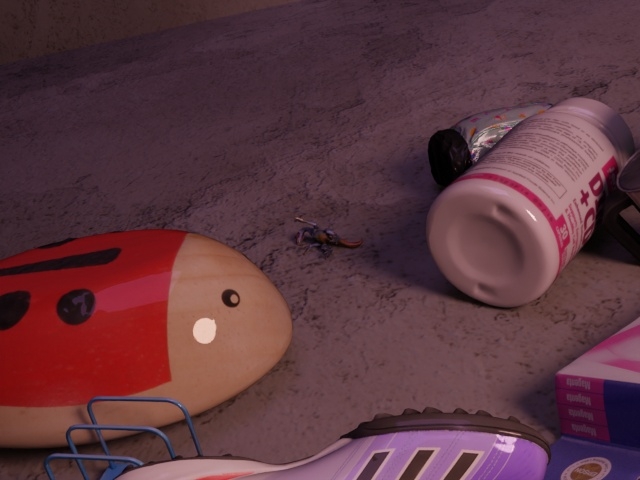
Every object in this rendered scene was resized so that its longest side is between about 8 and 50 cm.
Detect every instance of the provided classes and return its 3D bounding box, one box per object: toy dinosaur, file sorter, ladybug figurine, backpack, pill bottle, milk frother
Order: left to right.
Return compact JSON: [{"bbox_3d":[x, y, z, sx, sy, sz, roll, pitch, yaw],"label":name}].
[{"bbox_3d":[-0.259,0.095,1.024,0.450,0.161,0.305,-10,24,8],"label":"ladybug figurine"},{"bbox_3d":[-0.190,0.232,0.813,0.118,0.104,0.170,-3,30,20],"label":"file sorter"},{"bbox_3d":[0.000,0.000,1.254,0.090,0.047,0.082,13,10,-21],"label":"toy dinosaur"},{"bbox_3d":[0.254,-0.128,1.274,0.182,0.115,0.152,-13,25,-6],"label":"backpack"},{"bbox_3d":[0.262,-0.057,1.088,0.160,0.160,0.283,10,36,37],"label":"pill bottle"},{"bbox_3d":[0.385,-0.014,0.977,0.129,0.135,0.143,-42,18,17],"label":"milk frother"}]

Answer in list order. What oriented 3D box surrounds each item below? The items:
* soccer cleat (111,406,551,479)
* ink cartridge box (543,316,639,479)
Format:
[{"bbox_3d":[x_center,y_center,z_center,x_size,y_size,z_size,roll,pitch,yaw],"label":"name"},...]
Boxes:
[{"bbox_3d":[0.004,0.197,0.615,0.318,0.108,0.116,-11,46,5],"label":"soccer cleat"},{"bbox_3d":[0.355,0.108,0.722,0.330,0.071,0.324,-27,9,-26],"label":"ink cartridge box"}]
